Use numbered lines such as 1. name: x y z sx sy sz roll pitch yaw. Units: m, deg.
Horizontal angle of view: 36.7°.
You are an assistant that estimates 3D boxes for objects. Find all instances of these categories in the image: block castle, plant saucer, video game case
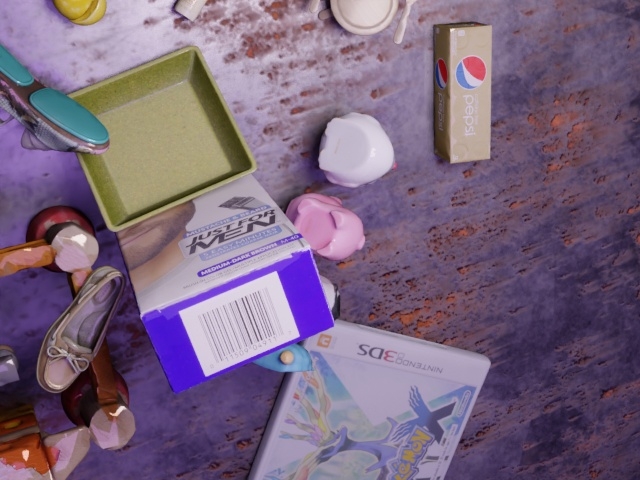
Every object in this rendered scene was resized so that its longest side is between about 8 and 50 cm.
1. block castle: -0.458 0.149 1.125 0.453 0.213 0.303 -14 100 -20
2. plant saucer: -0.197 -0.118 1.161 0.188 0.045 0.188 -24 73 -9
3. video game case: 0.066 0.291 1.427 0.300 0.036 0.329 15 103 -21

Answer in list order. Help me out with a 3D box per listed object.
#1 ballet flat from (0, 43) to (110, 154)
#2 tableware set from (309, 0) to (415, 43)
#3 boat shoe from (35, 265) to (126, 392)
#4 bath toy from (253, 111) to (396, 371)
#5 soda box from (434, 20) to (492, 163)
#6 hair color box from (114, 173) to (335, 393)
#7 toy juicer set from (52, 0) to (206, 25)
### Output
1. ballet flat: -0.342 -0.155 1.109 0.221 0.077 0.079 38 116 0
2. tableware set: 0.070 -0.352 1.211 0.128 0.039 0.194 19 96 -7
3. boat shoe: -0.261 0.098 1.056 0.056 0.048 0.153 36 81 -21
4. bath toy: 0.000 0.000 1.262 0.129 0.151 0.348 11 105 -60
5. soda box: 0.190 -0.198 1.291 0.061 0.058 0.181 -8 109 -15
6. hair color box: -0.128 0.022 1.108 0.185 0.339 0.110 -22 114 -10
7. toy juicer set: -0.223 -0.340 1.095 0.329 0.089 0.209 8 105 -20
